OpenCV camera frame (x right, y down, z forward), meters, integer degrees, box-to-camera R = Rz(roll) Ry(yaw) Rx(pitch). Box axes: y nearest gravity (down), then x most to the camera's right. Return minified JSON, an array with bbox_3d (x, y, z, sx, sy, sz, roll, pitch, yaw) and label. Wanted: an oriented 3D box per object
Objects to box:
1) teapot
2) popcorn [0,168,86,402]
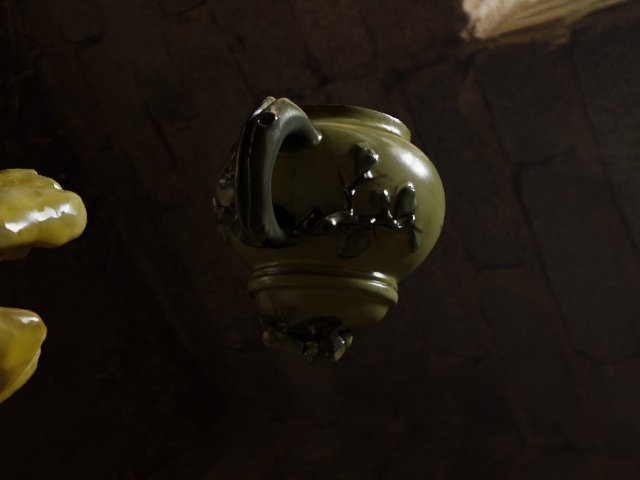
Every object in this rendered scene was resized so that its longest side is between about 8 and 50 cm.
[{"bbox_3d":[0.000,0.000,0.626,0.269,0.173,0.182,38,54,-67],"label":"teapot"},{"bbox_3d":[-0.229,0.031,0.375,0.190,0.191,0.253,44,32,-4],"label":"popcorn"}]
